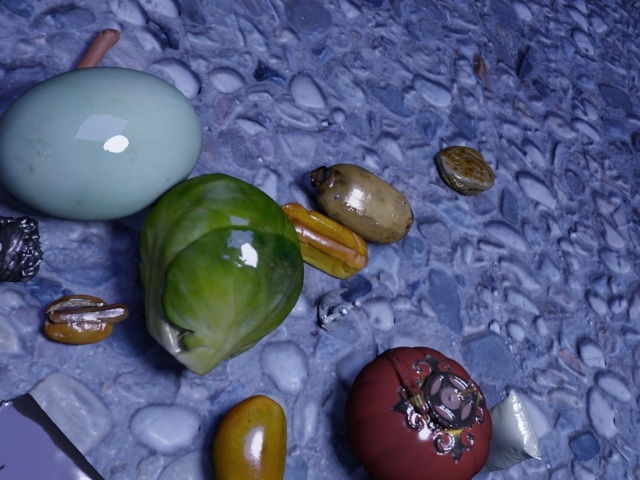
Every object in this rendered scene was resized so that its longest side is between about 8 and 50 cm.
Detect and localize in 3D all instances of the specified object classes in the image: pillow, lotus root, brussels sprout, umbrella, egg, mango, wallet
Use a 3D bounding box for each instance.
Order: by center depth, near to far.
[{"bbox_3d":[-0.419,0.430,1.050,0.377,0.051,0.197,49,52,-1],"label":"wallet"},{"bbox_3d":[-0.626,0.027,1.082,0.337,0.128,0.154,-9,56,-30],"label":"umbrella"},{"bbox_3d":[-0.131,0.404,1.218,0.139,0.113,0.253,19,64,-30],"label":"mango"},{"bbox_3d":[-0.393,-0.176,1.233,0.389,0.276,0.276,-22,80,-43],"label":"egg"},{"bbox_3d":[-0.185,0.064,1.245,0.289,0.282,0.354,41,70,-53],"label":"brussels sprout"},{"bbox_3d":[0.358,0.422,1.447,0.078,0.254,0.144,-14,71,-35],"label":"pillow"},{"bbox_3d":[0.093,-0.089,1.600,0.284,0.146,0.160,29,28,-27],"label":"lotus root"}]

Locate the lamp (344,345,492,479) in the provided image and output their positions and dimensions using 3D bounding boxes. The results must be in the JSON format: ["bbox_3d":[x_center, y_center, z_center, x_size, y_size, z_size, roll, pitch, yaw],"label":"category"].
[{"bbox_3d":[0.197,0.360,1.357,0.303,0.257,0.303,12,55,-18],"label":"lamp"}]

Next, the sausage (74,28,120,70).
[{"bbox_3d":[-0.480,-0.395,1.443,0.043,0.043,0.186,30,53,-18],"label":"sausage"}]

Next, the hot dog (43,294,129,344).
[{"bbox_3d":[-0.414,0.140,1.197,0.140,0.060,0.089,13,65,-33],"label":"hot dog"}]

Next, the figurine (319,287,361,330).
[{"bbox_3d":[0.034,0.150,1.474,0.094,0.086,0.082,-37,91,-40],"label":"figurine"}]

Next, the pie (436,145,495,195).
[{"bbox_3d":[0.411,-0.201,1.916,0.194,0.079,0.163,11,56,-27],"label":"pie"}]

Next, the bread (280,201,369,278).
[{"bbox_3d":[0.000,0.000,1.528,0.246,0.094,0.102,28,48,-19],"label":"bread"}]
